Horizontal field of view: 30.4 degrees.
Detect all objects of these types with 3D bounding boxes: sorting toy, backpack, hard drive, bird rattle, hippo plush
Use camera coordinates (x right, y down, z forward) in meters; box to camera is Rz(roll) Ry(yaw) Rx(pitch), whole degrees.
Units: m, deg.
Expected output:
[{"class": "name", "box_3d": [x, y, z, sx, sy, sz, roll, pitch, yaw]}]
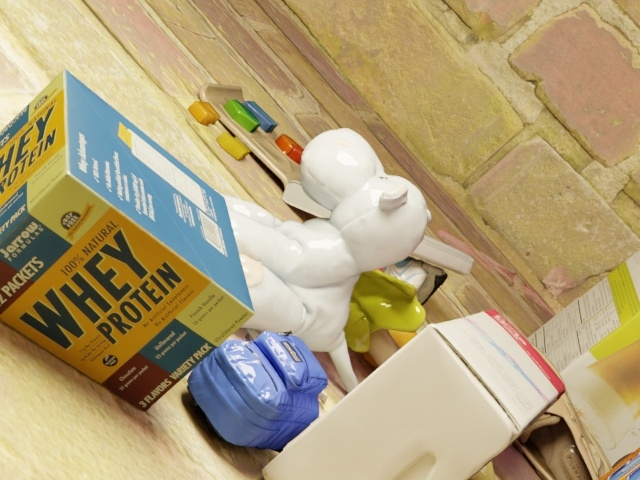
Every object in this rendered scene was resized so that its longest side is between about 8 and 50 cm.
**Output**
[{"class": "sorting toy", "box_3d": [-0.103, -0.170, 1.917, 0.229, 0.041, 0.307, 49, 14, 5]}, {"class": "backpack", "box_3d": [-0.060, 0.133, 1.089, 0.098, 0.101, 0.120, 47, 16, 26]}, {"class": "hard drive", "box_3d": [0.100, -0.017, 1.915, 0.203, 0.040, 0.307, 24, 1, 33]}, {"class": "bird rattle", "box_3d": [0.065, 0.111, 1.580, 0.207, 0.143, 0.253, 57, -1, -11]}, {"class": "hippo plush", "box_3d": [0.000, 0.000, 1.344, 0.294, 0.236, 0.234, 52, 14, 18]}]

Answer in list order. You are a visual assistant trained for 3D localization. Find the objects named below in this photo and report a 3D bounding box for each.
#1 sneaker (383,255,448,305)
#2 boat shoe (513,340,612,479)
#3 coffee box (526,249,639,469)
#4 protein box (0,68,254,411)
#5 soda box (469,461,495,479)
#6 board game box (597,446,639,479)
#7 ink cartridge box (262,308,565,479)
[{"class": "sneaker", "box_3d": [0.150, 0.062, 1.963, 0.086, 0.085, 0.237, 44, 9, 16]}, {"class": "boat shoe", "box_3d": [0.347, 0.275, 1.880, 0.341, 0.121, 0.110, 52, 14, 14]}, {"class": "coffee box", "box_3d": [0.582, 0.274, 2.144, 0.337, 0.334, 0.338, 48, 16, -5]}, {"class": "protein box", "box_3d": [-0.185, -0.003, 1.004, 0.201, 0.136, 0.200, 39, 16, -30]}, {"class": "soda box", "box_3d": [0.174, 0.282, 1.460, 0.058, 0.061, 0.181, 45, 14, -10]}, {"class": "board game box", "box_3d": [0.491, 0.420, 1.415, 0.356, 0.356, 0.356, 50, 14, 11]}, {"class": "ink cartridge box", "box_3d": [0.106, 0.188, 1.172, 0.131, 0.226, 0.306, 51, 13, 14]}]
